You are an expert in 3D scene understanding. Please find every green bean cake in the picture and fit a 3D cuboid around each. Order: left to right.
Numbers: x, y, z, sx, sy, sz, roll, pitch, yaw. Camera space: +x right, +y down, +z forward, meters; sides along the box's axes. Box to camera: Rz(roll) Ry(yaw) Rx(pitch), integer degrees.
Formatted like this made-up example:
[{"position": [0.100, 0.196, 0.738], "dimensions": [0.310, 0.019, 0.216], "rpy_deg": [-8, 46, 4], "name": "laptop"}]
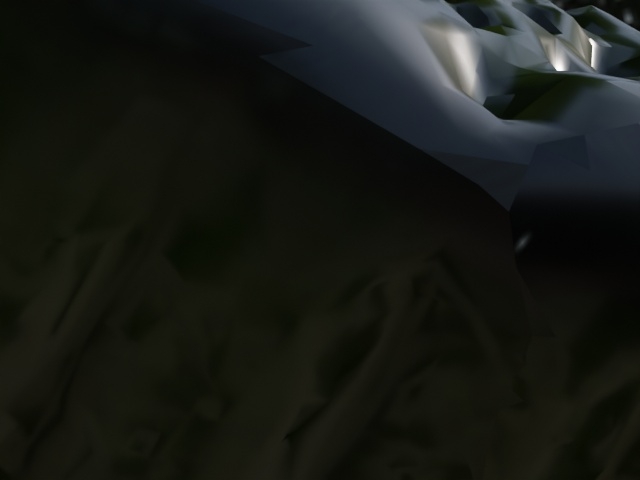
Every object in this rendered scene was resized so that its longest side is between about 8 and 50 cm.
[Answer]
[{"position": [0.000, 0.000, 0.522], "dimensions": [0.319, 0.335, 0.218], "rpy_deg": [24, -74, -21], "name": "green bean cake"}]
